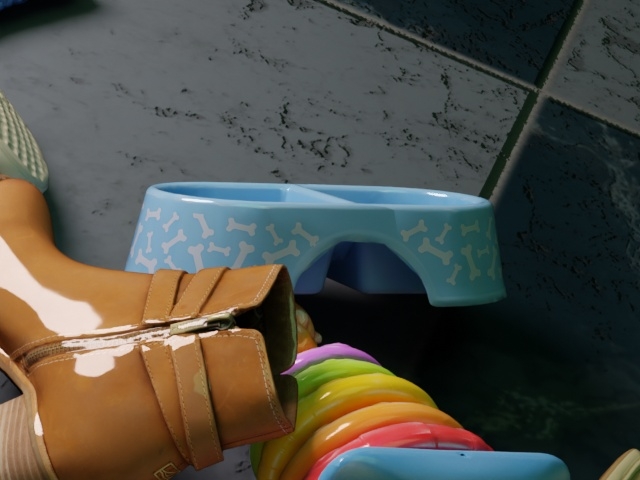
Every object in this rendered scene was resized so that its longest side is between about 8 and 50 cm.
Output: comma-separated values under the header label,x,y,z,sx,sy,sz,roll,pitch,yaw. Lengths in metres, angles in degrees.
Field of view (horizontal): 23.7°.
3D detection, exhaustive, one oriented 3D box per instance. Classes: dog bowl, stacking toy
label,x,y,z,sx,sy,sz,roll,pitch,yaw
dog bowl,0.000,0.000,1.137,0.297,0.074,0.166,0,8,-22
stacking toy,0.010,0.129,1.006,0.175,0.166,0.302,6,28,-28

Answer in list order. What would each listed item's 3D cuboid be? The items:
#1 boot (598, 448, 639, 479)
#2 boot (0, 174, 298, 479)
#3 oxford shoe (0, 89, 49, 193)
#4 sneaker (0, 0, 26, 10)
label,x,y,z,sx,sy,sz,roll,pitch,yaw
boot,0.222,0.266,0.947,0.203,0.095,0.262,27,44,11
boot,-0.128,0.042,0.981,0.220,0.109,0.283,-20,43,12
oxford shoe,-0.385,-0.162,1.205,0.449,0.169,0.130,42,87,16
sneaker,-0.303,-0.223,1.364,0.209,0.069,0.082,-5,73,-38
